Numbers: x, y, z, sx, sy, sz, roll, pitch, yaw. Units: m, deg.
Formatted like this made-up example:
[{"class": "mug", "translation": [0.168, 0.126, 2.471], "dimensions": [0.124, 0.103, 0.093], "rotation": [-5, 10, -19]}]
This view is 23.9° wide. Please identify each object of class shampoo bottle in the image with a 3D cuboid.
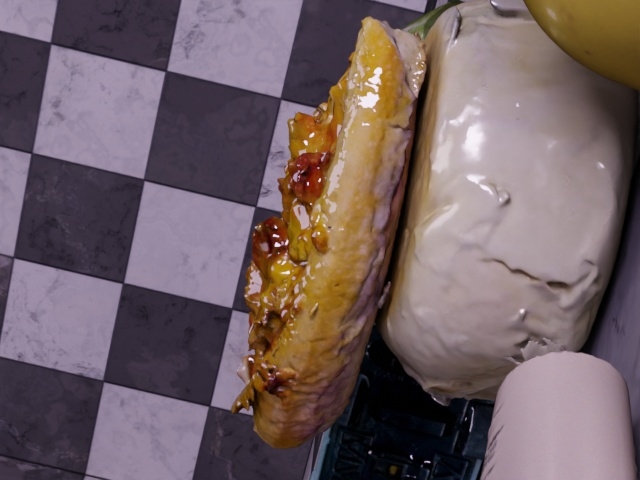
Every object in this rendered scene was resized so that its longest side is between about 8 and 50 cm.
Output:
[{"class": "shampoo bottle", "translation": [0.101, 0.171, 0.672], "dimensions": [0.127, 0.078, 0.257], "rotation": [106, 175, -46]}]

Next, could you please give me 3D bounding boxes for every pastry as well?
[{"class": "pastry", "translation": [0.112, -0.027, 0.951], "dimensions": [0.265, 0.133, 0.265], "rotation": [-167, 90, -87]}]

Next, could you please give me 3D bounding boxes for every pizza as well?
[{"class": "pizza", "translation": [0.000, 0.000, 0.959], "dimensions": [0.161, 0.085, 0.305], "rotation": [-90, 12, -65]}]

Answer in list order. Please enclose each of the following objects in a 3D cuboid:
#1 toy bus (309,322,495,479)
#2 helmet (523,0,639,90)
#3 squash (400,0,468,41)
[{"class": "toy bus", "translation": [0.071, 0.124, 1.173], "dimensions": [0.165, 0.133, 0.271], "rotation": [-72, -5, -51]}, {"class": "helmet", "translation": [0.154, -0.167, 0.729], "dimensions": [0.257, 0.140, 0.205], "rotation": [97, -174, -83]}, {"class": "squash", "translation": [0.118, -0.132, 1.341], "dimensions": [0.123, 0.170, 0.170], "rotation": [130, 157, -53]}]
